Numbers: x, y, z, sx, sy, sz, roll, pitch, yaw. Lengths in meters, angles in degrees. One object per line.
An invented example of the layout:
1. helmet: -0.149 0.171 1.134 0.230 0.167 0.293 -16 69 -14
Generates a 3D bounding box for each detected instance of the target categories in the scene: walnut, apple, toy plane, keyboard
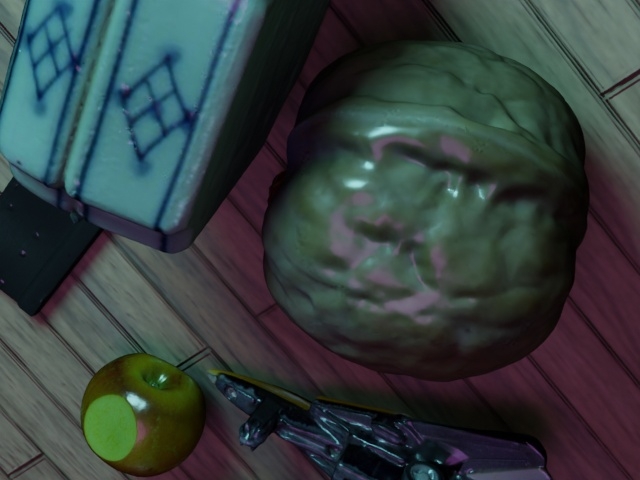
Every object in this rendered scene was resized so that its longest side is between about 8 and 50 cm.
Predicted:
1. walnut: 0.078 -0.023 0.939 0.248 0.248 0.248 8 120 15
2. apple: -0.161 0.157 1.208 0.114 0.099 0.102 47 117 21
3. toy plane: 0.032 0.194 1.157 0.316 0.103 0.204 22 123 6
4. keyboard: -0.214 -0.051 1.156 0.101 0.018 0.310 40 123 -4

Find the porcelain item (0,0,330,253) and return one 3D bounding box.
1. porcelain item: -0.091 -0.160 0.896 0.157 0.281 0.286 25 125 2

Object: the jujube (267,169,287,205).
1. jujube: 0.000 0.000 1.078 0.077 0.077 0.129 -22 102 28
